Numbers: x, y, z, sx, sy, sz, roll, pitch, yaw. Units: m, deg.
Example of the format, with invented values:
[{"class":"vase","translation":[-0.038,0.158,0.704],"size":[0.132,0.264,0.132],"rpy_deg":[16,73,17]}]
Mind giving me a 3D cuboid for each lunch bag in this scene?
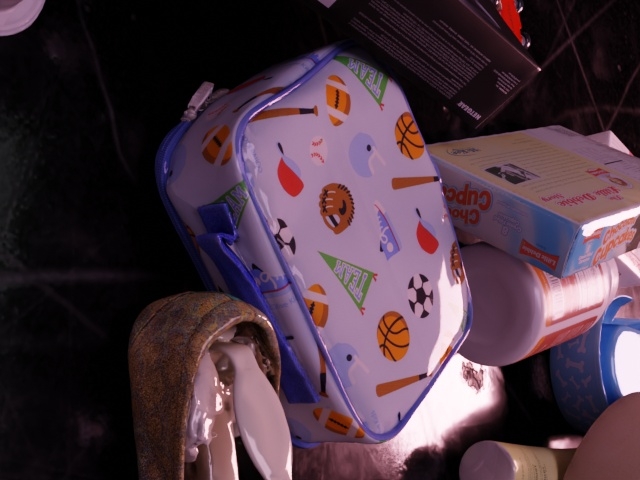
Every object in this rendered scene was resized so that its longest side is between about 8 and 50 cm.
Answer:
[{"class":"lunch bag","translation":[0.000,0.000,0.877],"size":[0.243,0.115,0.303],"rpy_deg":[-44,115,-45]}]

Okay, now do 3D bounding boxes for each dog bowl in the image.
[{"class":"dog bowl","translation":[0.369,0.164,1.318],"size":[0.297,0.074,0.166],"rpy_deg":[18,67,-47]}]

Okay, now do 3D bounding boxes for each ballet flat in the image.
[{"class":"ballet flat","translation":[-0.062,0.205,0.747],"size":[0.123,0.123,0.348],"rpy_deg":[2,80,-51]}]

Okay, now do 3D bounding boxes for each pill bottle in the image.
[{"class":"pill bottle","translation":[0.217,0.050,1.123],"size":[0.216,0.121,0.121],"rpy_deg":[-10,88,-52]}]

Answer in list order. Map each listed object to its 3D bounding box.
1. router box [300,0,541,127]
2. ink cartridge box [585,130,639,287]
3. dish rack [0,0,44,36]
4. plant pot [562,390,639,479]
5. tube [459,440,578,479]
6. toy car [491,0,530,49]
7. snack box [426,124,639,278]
[{"class":"router box","translation":[0.024,-0.252,0.907],"size":[0.309,0.081,0.243],"rpy_deg":[28,28,-44]},{"class":"ink cartridge box","translation":[0.342,-0.016,1.334],"size":[0.115,0.067,0.198],"rpy_deg":[33,57,-42]},{"class":"dish rack","translation":[-0.256,-0.322,0.681],"size":[0.285,0.072,0.333],"rpy_deg":[21,64,-46]},{"class":"plant pot","translation":[0.388,0.318,1.144],"size":[0.284,0.191,0.284],"rpy_deg":[-13,109,-44]},{"class":"tube","translation":[0.227,0.247,1.138],"size":[0.240,0.062,0.070],"rpy_deg":[24,103,-51]},{"class":"toy car","translation":[0.186,-0.332,1.235],"size":[0.239,0.053,0.225],"rpy_deg":[58,42,-24]},{"class":"snack box","translation":[0.246,-0.050,1.134],"size":[0.322,0.187,0.060],"rpy_deg":[-13,125,-51]}]
